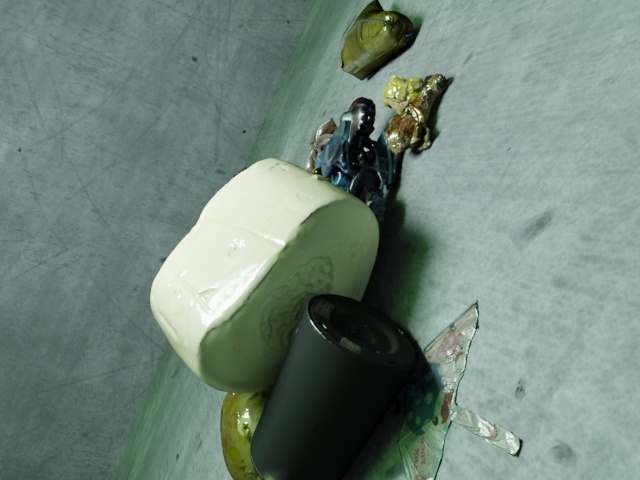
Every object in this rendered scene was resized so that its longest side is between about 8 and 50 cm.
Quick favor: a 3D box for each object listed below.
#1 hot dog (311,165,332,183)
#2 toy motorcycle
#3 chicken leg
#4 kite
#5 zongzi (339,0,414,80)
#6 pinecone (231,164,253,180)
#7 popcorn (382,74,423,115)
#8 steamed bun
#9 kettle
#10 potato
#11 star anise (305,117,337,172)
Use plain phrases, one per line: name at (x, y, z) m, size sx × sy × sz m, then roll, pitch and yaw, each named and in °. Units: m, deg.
hot dog at (-0.045, -0.101, 1.483) m, size 0.135 × 0.100 × 0.337 m, roll -42°, pitch 10°, yaw 50°
toy motorcycle at (0.082, -0.150, 1.249) m, size 0.232 × 0.172 × 0.416 m, roll 128°, pitch 147°, yaw -49°
chicken leg at (0.216, -0.279, 1.158) m, size 0.125 × 0.080 × 0.196 m, roll -5°, pitch 56°, yaw 56°
kite at (0.181, 0.246, 0.766) m, size 0.314 × 0.012 × 0.335 m, roll -8°, pitch 61°, yaw 66°
zongzi at (0.189, -0.664, 1.540) m, size 0.286 × 0.138 × 0.300 m, roll -12°, pitch 56°, yaw 62°
pinecone at (-0.228, -0.145, 1.854) m, size 0.296 × 0.242 × 0.298 m, roll -25°, pitch 39°, yaw 63°
popcorn at (0.201, -0.354, 1.233) m, size 0.109 × 0.097 × 0.089 m, roll 23°, pitch 92°, yaw 56°
steamed bun at (-0.111, 0.072, 1.070) m, size 0.456 × 0.290 × 0.371 m, roll -49°, pitch 40°, yaw -8°
kettle at (0.005, 0.261, 0.914) m, size 0.308 × 0.203 × 0.262 m, roll -65°, pitch 21°, yaw 18°
potato at (-0.133, 0.400, 1.127) m, size 0.307 × 0.173 × 0.210 m, roll -128°, pitch 28°, yaw -71°
star anise at (0.010, -0.303, 1.679) m, size 0.197 × 0.073 × 0.212 m, roll -38°, pitch 37°, yaw 58°
